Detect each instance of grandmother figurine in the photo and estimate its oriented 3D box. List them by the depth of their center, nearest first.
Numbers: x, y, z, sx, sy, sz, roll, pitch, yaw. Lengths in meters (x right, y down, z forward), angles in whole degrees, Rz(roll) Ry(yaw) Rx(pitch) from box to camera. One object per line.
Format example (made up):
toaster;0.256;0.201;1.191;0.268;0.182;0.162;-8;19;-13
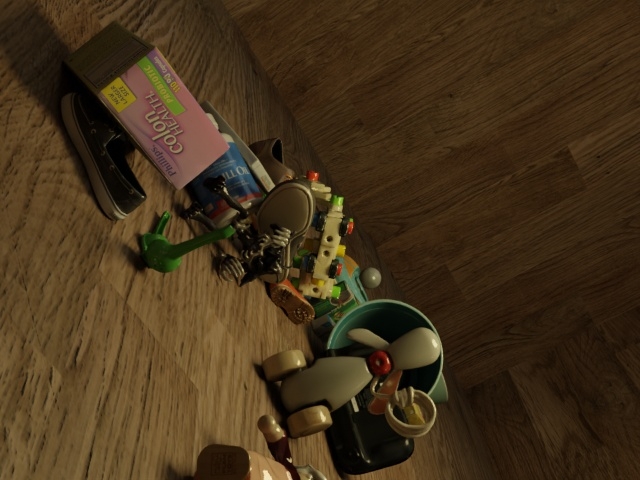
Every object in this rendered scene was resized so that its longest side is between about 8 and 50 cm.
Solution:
grandmother figurine;-0.073;0.359;1.223;0.342;0.104;0.207;48;44;-63

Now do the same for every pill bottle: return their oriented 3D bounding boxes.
pill bottle;-0.218;-0.147;1.764;0.221;0.124;0.124;61;10;6

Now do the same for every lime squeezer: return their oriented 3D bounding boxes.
lime squeezer;-0.243;-0.003;1.348;0.059;0.110;0.310;39;-12;-25

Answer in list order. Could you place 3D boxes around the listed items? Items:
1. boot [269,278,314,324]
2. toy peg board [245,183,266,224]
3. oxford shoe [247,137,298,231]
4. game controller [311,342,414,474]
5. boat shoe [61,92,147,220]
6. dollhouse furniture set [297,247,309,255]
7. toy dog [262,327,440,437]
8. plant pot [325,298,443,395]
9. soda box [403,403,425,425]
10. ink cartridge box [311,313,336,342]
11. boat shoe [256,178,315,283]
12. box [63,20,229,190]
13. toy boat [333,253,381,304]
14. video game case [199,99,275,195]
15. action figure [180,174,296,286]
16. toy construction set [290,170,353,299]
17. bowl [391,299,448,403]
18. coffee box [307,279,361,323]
boot;-0.068;0.130;1.960;0.158;0.059;0.084;51;9;-41
toy peg board;-0.196;-0.140;1.984;0.160;0.079;0.161;65;10;20
oxford shoe;-0.122;-0.123;2.133;0.130;0.133;0.363;50;19;-53
game controller;0.087;0.350;1.815;0.319;0.167;0.067;-108;-167;-45
boat shoe;-0.332;-0.143;1.319;0.228;0.076;0.080;65;11;20
dollhouse furniture set;-0.067;-0.034;2.399;0.151;0.059;0.076;63;10;8
toy dog;0.058;0.269;1.616;0.161;0.334;0.220;84;6;-72
plant pot;0.156;0.306;2.075;0.255;0.272;0.271;77;-12;-72
soda box;0.132;0.405;1.840;0.061;0.181;0.058;54;11;-41
ink cartridge box;0.017;0.226;2.137;0.083;0.048;0.028;52;14;-43
boat shoe;-0.079;-0.037;1.795;0.335;0.112;0.095;110;-3;-51
box;-0.294;-0.230;1.416;0.213;0.117;0.243;54;-8;-35
toy boat;0.088;0.126;2.466;0.267;0.148;0.318;65;10;7
video game case;-0.173;-0.189;1.910;0.227;0.026;0.206;49;-5;31
action figure;-0.142;0.006;1.658;0.276;0.164;0.141;44;5;-30
toy construction set;0.000;0.000;2.014;0.215;0.151;0.327;-97;-174;-78
bowl;0.208;0.338;2.336;0.311;0.163;0.311;155;-90;-82
coffee box;0.052;0.187;2.207;0.184;0.113;0.040;59;8;-47
